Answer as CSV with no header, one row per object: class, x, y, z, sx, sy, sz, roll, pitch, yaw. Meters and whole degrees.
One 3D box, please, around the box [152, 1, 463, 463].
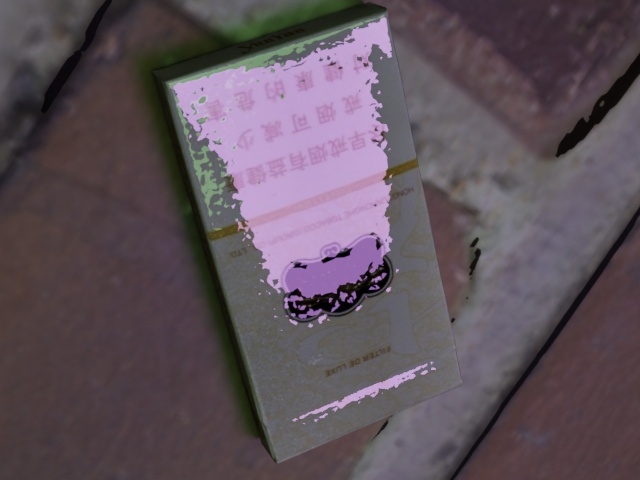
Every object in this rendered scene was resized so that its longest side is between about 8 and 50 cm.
box,0.000,0.000,0.448,0.090,0.024,0.167,-20,115,-14
